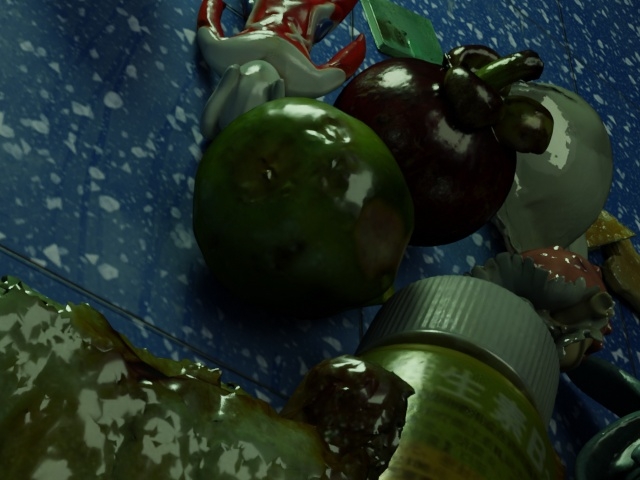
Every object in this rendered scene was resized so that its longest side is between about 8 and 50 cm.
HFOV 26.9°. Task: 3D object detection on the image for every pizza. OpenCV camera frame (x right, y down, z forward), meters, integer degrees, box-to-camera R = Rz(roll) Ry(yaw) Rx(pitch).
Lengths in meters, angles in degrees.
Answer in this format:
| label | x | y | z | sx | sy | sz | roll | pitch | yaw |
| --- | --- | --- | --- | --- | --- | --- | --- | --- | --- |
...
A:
| label | x | y | z | sx | sy | sz | roll | pitch | yaw |
| --- | --- | --- | --- | --- | --- | --- | --- | --- | --- |
| pizza | 0.385 | -0.012 | 1.847 | 0.108 | 0.026 | 0.123 | 16 | 41 | -9 |

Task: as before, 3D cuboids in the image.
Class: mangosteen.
| label | x | y | z | sx | sy | sz | roll | pitch | yaw |
| --- | --- | --- | --- | --- | --- | --- | --- | --- | --- |
| mangosteen | 0.135 | -0.112 | 1.432 | 0.215 | 0.257 | 0.215 | 48 | 23 | -27 |

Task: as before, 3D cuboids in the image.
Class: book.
| label | x | y | z | sx | sy | sz | roll | pitch | yaw |
| --- | --- | --- | --- | --- | --- | --- | --- | --- | --- |
| book | 0.114 | -0.273 | 1.782 | 0.135 | 0.017 | 0.103 | 16 | 47 | -43 |

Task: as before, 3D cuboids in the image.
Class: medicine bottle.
| label | x | y | z | sx | sy | sz | roll | pitch | yaw |
| --- | --- | --- | --- | --- | --- | --- | --- | --- | --- |
| medicine bottle | 0.079 | 0.201 | 1.105 | 0.224 | 0.224 | 0.384 | 47 | 32 | -10 |

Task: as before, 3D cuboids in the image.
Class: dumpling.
| label | x | y | z | sx | sy | sz | roll | pitch | yaw |
| --- | --- | --- | --- | --- | --- | --- | --- | --- | --- |
| dumpling | 0.280 | -0.066 | 1.678 | 0.341 | 0.181 | 0.260 | 60 | 25 | -81 |

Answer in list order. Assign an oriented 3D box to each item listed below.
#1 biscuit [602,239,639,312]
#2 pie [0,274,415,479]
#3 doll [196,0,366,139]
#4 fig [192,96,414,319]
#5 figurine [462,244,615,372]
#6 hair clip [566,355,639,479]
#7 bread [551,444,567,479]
| label | x | y | z | sx | sy | sz | roll | pitch | yaw |
| --- | --- | --- | --- | --- | --- | --- | --- | --- | --- |
| biscuit | 0.473 | 0.093 | 1.875 | 0.234 | 0.030 | 0.153 | 44 | 35 | -15 |
| pie | -0.158 | 0.223 | 0.758 | 0.418 | 0.180 | 0.395 | 9 | 80 | -27 |
| doll | -0.046 | -0.214 | 1.442 | 0.188 | 0.099 | 0.384 | 16 | 38 | 2 |
| fig | 0.000 | 0.000 | 1.266 | 0.275 | 0.206 | 0.206 | 56 | 17 | -57 |
| figurine | 0.236 | 0.091 | 1.471 | 0.387 | 0.207 | 0.166 | 0 | 81 | -66 |
| hair clip | 0.415 | 0.285 | 1.408 | 0.318 | 0.392 | 0.238 | 47 | 61 | -14 |
| bread | 0.192 | 0.227 | 1.363 | 0.128 | 0.069 | 0.140 | -2 | 57 | -53 |
